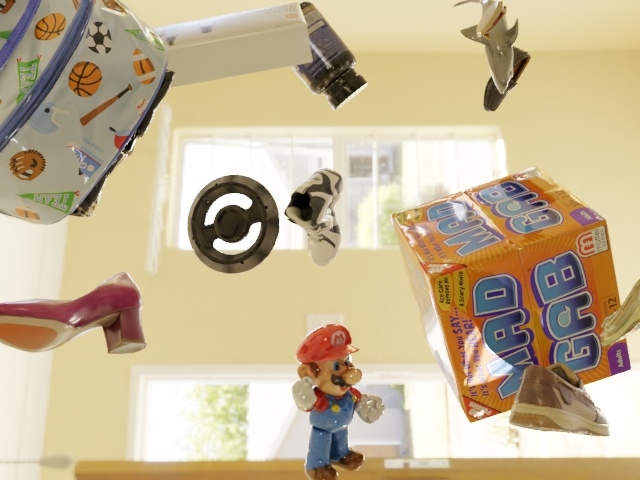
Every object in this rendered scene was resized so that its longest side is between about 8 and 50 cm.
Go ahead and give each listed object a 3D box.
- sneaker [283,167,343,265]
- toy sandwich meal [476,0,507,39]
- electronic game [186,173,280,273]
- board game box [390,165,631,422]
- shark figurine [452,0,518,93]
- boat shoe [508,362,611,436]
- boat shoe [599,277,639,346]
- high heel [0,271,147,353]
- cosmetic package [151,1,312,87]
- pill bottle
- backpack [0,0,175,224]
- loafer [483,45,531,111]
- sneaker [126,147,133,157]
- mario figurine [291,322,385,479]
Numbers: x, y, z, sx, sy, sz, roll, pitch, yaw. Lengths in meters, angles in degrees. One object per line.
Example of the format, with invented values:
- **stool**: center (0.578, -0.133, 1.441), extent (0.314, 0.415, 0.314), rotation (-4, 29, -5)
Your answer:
- **sneaker**: center (-0.025, -0.034, 1.729), extent (0.153, 0.094, 0.234), rotation (-26, -44, -47)
- **toy sandwich meal**: center (0.326, -0.416, 1.477), extent (0.085, 0.029, 0.085), rotation (-57, 13, 21)
- **electronic game**: center (-0.200, -0.038, 1.788), extent (0.048, 0.229, 0.229), rotation (11, -102, -72)
- **board game box**: center (0.398, 0.102, 1.692), extent (0.356, 0.357, 0.356), rotation (-108, 0, -67)
- **shark figurine**: center (0.366, -0.486, 1.773), extent (0.166, 0.116, 0.278), rotation (87, 175, -59)
- **boat shoe**: center (0.428, 0.277, 1.380), extent (0.342, 0.123, 0.123), rotation (22, -110, -50)
- **boat shoe**: center (0.458, 0.110, 1.170), extent (0.048, 0.056, 0.153), rotation (59, 158, 24)
- **high heel**: center (-0.506, 0.122, 1.539), extent (0.377, 0.127, 0.181), rotation (23, -139, -55)
- **cosmetic package**: center (-0.137, -0.270, 1.084), extent (0.098, 0.239, 0.060), rotation (-104, 4, -52)
- **pill bottle**: center (-0.002, -0.394, 1.682), extent (0.219, 0.123, 0.123), rotation (51, -177, -2)
- **backpack**: center (-0.273, -0.146, 0.721), extent (0.213, 0.263, 0.276), rotation (30, -95, -49)
- **loafer**: center (0.455, -0.392, 1.922), extent (0.061, 0.062, 0.170), rotation (35, 108, 44)
- **sneaker**: center (-0.396, -0.193, 1.549), extent (0.037, 0.032, 0.083), rotation (-44, 62, 34)
- **mario figurine**: center (0.037, 0.315, 1.507), extent (0.198, 0.170, 0.320), rotation (-69, -23, -74)
